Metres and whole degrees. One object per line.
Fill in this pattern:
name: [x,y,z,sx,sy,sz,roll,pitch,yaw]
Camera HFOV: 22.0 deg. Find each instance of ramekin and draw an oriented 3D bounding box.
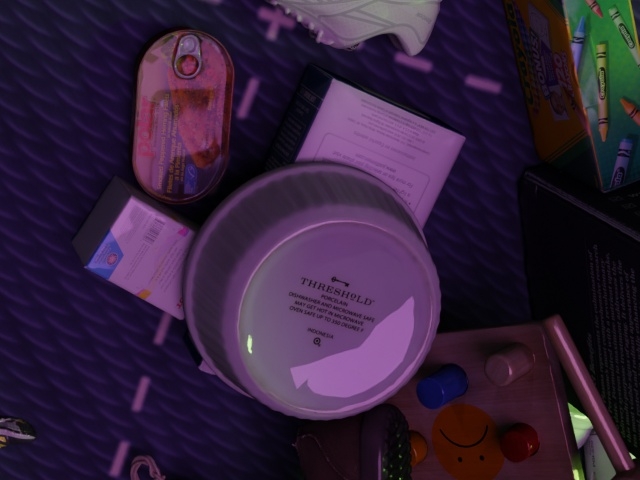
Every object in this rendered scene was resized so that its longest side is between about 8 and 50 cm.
ramekin: [0.000,0.062,1.702,0.273,0.127,0.272,-5,108,-15]

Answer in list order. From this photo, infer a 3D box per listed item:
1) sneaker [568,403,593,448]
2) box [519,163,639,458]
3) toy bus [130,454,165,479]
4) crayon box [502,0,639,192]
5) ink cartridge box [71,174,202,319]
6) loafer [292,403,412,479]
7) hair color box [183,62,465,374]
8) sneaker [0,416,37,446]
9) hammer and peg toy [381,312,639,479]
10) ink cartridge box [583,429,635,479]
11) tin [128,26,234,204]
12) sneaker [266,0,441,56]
sneaker: [0.234,0.222,1.978,0.212,0.080,0.094,15,113,-23]
box: [0.540,0.057,1.806,0.480,0.472,0.297,-13,111,-14]
toy bus: [-0.120,0.347,1.877,0.104,0.191,0.202,-20,121,-59]
crayon box: [0.279,-0.209,1.805,0.081,0.165,0.278,-20,111,-12]
ink cartridge box: [-0.177,0.012,1.762,0.143,0.090,0.092,32,95,-25]
loafer: [0.028,0.355,1.809,0.130,0.134,0.365,3,94,21]
hair color box: [0.000,0.000,1.809,0.174,0.105,0.347,22,98,-21]
sneaker: [-0.354,0.214,1.803,0.083,0.031,0.035,9,117,-17]
hammer and peg toy: [0.211,0.209,1.807,0.127,0.361,0.266,-20,98,-52]
ink cartridge box: [0.446,0.299,2.031,0.218,0.092,0.158,-3,84,-17]
tin: [-0.151,-0.134,1.756,0.106,0.040,0.189,0,106,-23]
sneaker: [-0.001,-0.262,1.734,0.292,0.110,0.118,7,113,-20]
